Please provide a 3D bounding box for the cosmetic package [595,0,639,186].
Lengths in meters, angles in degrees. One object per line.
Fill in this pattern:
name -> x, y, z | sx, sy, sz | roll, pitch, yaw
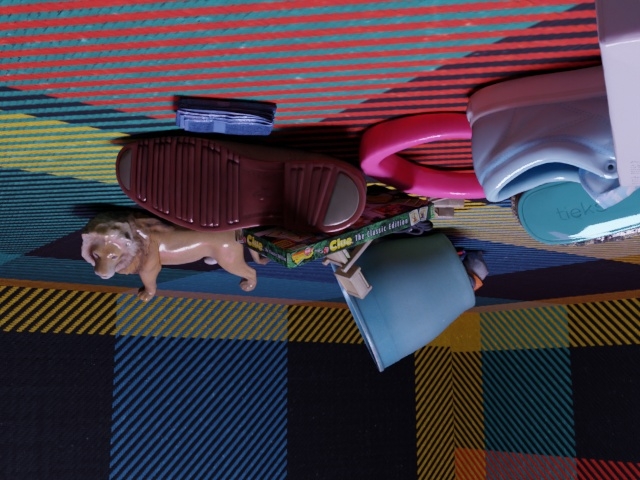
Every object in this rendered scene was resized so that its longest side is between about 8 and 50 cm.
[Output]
cosmetic package -> 0.304, -0.154, 0.563 | 0.196, 0.155, 0.365 | -4, 168, 20

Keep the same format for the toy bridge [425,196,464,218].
toy bridge -> 0.213, -0.069, 1.331 | 0.063, 0.026, 0.188 | 2, 170, -1

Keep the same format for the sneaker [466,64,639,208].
sneaker -> 0.338, -0.108, 0.830 | 0.365, 0.150, 0.135 | -7, 169, 33

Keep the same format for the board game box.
board game box -> 0.023, -0.026, 1.112 | 0.259, 0.030, 0.136 | -19, -156, -34

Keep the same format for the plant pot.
plant pot -> 0.188, 0.110, 1.722 | 0.255, 0.272, 0.272 | -25, 169, -2

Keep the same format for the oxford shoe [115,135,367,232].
oxford shoe -> -0.106, -0.079, 1.086 | 0.348, 0.123, 0.130 | 10, -164, 6

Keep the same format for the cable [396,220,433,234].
cable -> 0.129, -0.042, 1.510 | 0.184, 0.047, 0.150 | 3, 165, -3

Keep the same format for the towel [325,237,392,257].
towel -> 0.000, 0.000, 1.749 | 0.209, 0.034, 0.285 | -11, 167, 38

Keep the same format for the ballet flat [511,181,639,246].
ballet flat -> 0.466, -0.093, 0.929 | 0.482, 0.164, 0.182 | -6, -154, 42

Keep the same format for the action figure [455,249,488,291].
action figure -> 0.279, 0.135, 1.993 | 0.330, 0.179, 0.341 | -31, 174, 2

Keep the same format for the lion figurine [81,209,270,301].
lion figurine -> -0.276, 0.011, 1.571 | 0.391, 0.142, 0.240 | -11, 147, -19

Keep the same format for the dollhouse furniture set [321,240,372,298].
dollhouse furniture set -> 0.012, -0.012, 1.362 | 0.160, 0.101, 0.182 | 19, 150, 46

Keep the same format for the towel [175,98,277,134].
towel -> -0.115, -0.147, 0.948 | 0.119, 0.029, 0.067 | 2, 170, -11

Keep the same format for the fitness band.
fitness band -> 0.179, -0.109, 1.096 | 0.208, 0.054, 0.290 | -6, 167, 32
